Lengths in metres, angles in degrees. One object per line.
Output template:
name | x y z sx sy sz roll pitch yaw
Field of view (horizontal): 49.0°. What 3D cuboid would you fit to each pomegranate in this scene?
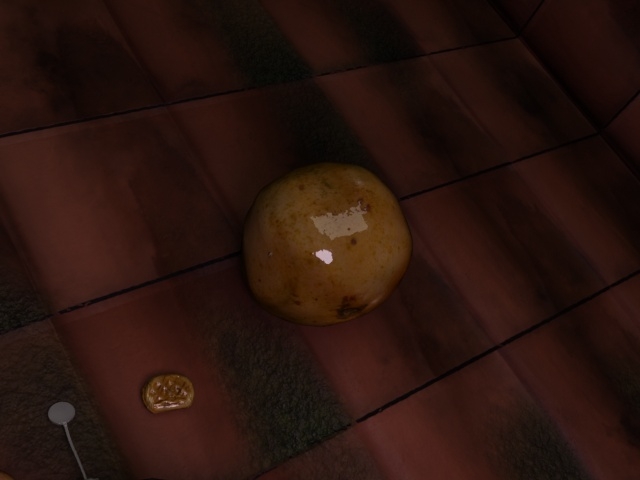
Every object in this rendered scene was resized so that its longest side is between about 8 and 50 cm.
pomegranate | 0.000 0.000 1.624 0.417 0.416 0.416 11 54 -16

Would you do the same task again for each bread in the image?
bread | -0.321 0.323 1.485 0.111 0.044 0.083 -2 55 -26

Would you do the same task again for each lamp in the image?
lamp | -0.484 0.407 1.374 0.050 0.056 0.198 -15 53 -29

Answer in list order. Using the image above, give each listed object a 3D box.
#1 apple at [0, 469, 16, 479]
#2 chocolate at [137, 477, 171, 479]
apple | -0.593 0.466 1.213 0.131 0.146 0.146 32 45 -36
chocolate | -0.233 0.586 1.148 0.326 0.314 0.297 18 43 -13
